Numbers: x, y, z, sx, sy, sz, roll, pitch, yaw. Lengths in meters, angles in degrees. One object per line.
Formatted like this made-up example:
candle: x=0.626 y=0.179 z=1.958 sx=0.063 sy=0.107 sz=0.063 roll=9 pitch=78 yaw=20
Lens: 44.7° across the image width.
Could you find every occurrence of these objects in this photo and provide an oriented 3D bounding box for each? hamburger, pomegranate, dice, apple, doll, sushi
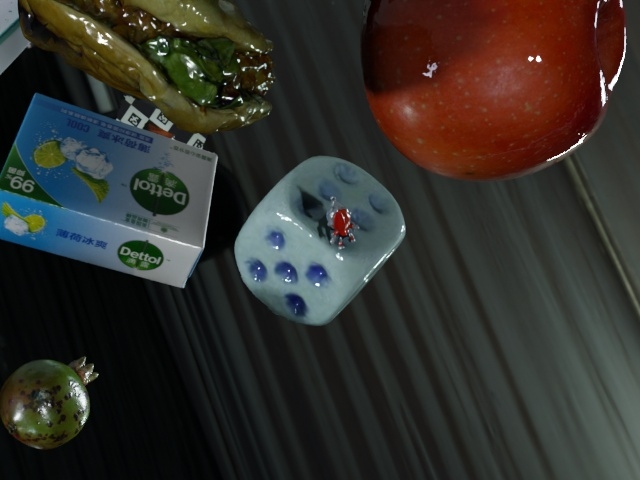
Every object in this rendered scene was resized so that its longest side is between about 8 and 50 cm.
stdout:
hamburger: x=-0.127 y=-0.154 z=0.573 sx=0.130 sy=0.206 sz=0.183 roll=-45 pitch=-176 yaw=12
pomegranate: x=-0.485 y=0.286 z=1.412 sx=0.159 sy=0.159 sz=0.205 roll=-28 pitch=-168 yaw=31
dice: x=0.000 y=0.000 z=1.648 sx=0.268 sy=0.264 sz=0.262 roll=-41 pitch=170 yaw=-46
apple: x=0.166 y=-0.182 z=0.735 sx=0.216 sy=0.260 sz=0.260 roll=2 pitch=-177 yaw=32
doll: x=0.036 y=-0.038 z=1.416 sx=0.057 sy=0.114 sz=0.039 roll=-14 pitch=-145 yaw=6
sushi: x=-0.342 y=-0.143 z=1.547 sx=0.043 sy=0.192 sz=0.279 roll=-65 pitch=180 yaw=-61

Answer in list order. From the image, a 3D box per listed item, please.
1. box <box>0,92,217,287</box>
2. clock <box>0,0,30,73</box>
box: x=-0.210 y=-0.049 z=0.774 sx=0.194 sy=0.139 sz=0.073 roll=17 pitch=135 yaw=-18
clock: x=-0.513 y=-0.309 z=1.064 sx=0.231 sy=0.262 sz=0.116 roll=-45 pitch=162 yaw=-4
